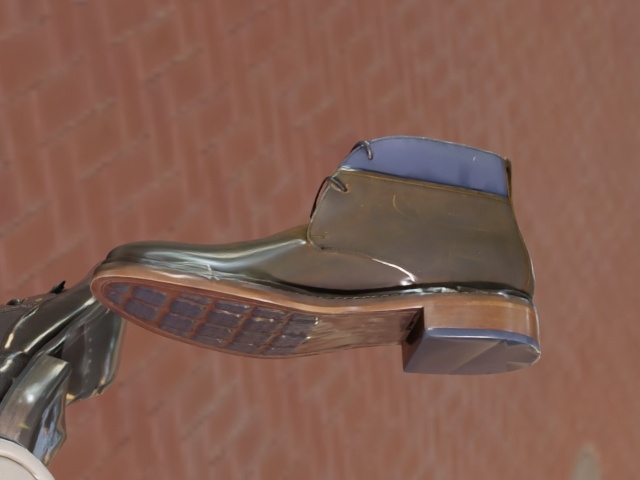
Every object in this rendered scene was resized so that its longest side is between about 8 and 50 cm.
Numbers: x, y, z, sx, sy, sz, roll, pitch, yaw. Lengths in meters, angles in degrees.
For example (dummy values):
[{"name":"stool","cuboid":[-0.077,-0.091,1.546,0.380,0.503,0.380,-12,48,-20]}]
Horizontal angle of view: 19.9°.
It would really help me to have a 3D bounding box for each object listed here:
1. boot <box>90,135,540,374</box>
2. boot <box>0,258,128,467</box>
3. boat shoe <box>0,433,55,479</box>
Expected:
[{"name":"boot","cuboid":[0.000,0.000,0.885,0.082,0.219,0.106,128,-33,-62]},{"name":"boot","cuboid":[-0.259,0.054,1.229,0.263,0.229,0.091,-58,162,-60]},{"name":"boat shoe","cuboid":[-0.246,0.223,0.828,0.112,0.095,0.335,48,68,-11]}]
